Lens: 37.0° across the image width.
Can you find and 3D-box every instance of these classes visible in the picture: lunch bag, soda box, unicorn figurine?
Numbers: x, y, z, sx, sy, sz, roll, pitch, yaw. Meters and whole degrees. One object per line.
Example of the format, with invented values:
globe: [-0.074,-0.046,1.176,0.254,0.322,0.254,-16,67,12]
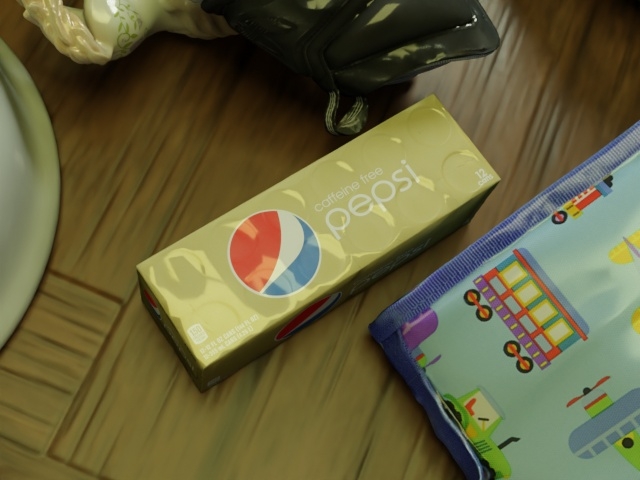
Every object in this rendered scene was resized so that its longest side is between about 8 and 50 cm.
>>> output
lunch bag: [0.186,0.057,0.467,0.293,0.138,0.221,-34,80,-9]
soda box: [0.000,0.000,0.489,0.181,0.058,0.061,-31,76,-17]
unicorn figurine: [-0.099,-0.139,0.525,0.111,0.060,0.162,40,54,-1]

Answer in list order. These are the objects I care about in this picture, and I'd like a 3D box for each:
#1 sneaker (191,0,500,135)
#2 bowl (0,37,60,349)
sneaker: [0.049,-0.177,0.526,0.153,0.101,0.268,49,67,-18]
bowl: [-0.277,-0.043,0.428,0.298,0.134,0.298,3,70,-7]
